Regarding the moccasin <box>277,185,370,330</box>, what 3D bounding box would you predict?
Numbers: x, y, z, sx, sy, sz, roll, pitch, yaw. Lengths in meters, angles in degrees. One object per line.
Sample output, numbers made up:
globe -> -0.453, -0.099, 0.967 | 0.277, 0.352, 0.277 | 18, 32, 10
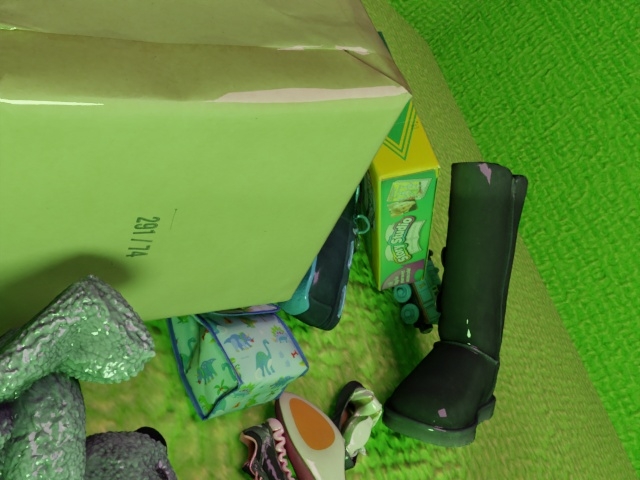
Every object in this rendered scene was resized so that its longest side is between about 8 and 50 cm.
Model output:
moccasin -> 0.000, 0.000, 0.989 | 0.117, 0.137, 0.342 | 45, 44, -31

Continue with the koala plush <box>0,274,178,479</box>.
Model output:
koala plush -> -0.183, 0.184, 0.429 | 0.221, 0.196, 0.203 | 50, 40, -16

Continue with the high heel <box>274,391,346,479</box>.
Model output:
high heel -> -0.005, 0.308, 0.725 | 0.082, 0.117, 0.244 | -5, 47, -49

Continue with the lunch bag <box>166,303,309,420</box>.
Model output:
lunch bag -> -0.105, 0.118, 0.713 | 0.128, 0.096, 0.151 | 5, 44, -54

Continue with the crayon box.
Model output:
crayon box -> 0.111, -0.131, 1.099 | 0.363, 0.106, 0.313 | 80, -6, -59

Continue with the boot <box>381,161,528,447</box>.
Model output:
boot -> 0.241, 0.084, 1.002 | 0.367, 0.146, 0.446 | 9, 92, -65

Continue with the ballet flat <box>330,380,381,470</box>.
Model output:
ballet flat -> 0.050, 0.255, 0.841 | 0.074, 0.074, 0.203 | 56, 27, -3

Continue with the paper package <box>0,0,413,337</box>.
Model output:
paper package -> -0.135, -0.069, 0.504 | 0.309, 0.325, 0.168 | -4, 60, -24

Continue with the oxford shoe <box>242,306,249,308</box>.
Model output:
oxford shoe -> -0.117, 0.033, 0.751 | 0.212, 0.076, 0.076 | -109, 174, -68

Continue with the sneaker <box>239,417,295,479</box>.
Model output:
sneaker -> -0.063, 0.267, 0.684 | 0.057, 0.047, 0.119 | 1, 58, -35

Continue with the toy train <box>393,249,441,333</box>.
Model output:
toy train -> 0.205, 0.095, 1.218 | 0.080, 0.105, 0.184 | 16, 48, -52
